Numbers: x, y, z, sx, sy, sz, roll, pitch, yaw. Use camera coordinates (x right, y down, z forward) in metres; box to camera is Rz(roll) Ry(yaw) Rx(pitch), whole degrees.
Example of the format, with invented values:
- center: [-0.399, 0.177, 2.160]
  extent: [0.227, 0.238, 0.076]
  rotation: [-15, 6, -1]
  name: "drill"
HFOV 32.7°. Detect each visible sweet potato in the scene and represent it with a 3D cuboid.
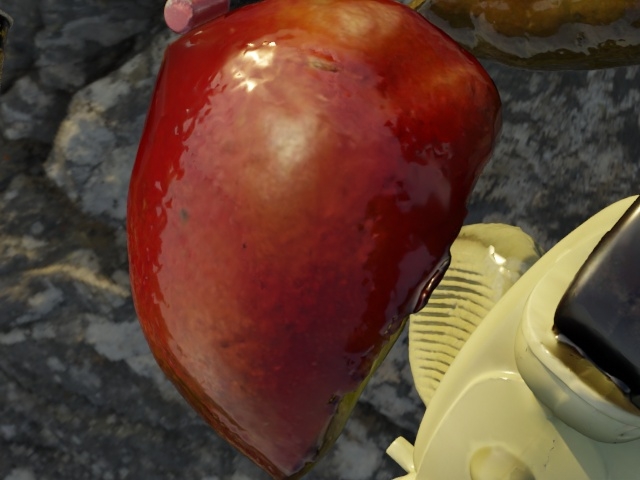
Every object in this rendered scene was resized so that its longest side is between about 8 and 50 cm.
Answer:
- center: [0.241, -0.223, 0.973]
  extent: [0.370, 0.158, 0.158]
  rotation: [13, 113, 30]
  name: "sweet potato"

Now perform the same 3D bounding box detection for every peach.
- center: [0.000, 0.000, 0.773]
  extent: [0.281, 0.281, 0.338]
  rotation: [-7, 84, 19]
  name: "peach"

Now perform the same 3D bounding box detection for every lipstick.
- center: [-0.029, -0.223, 0.900]
  extent: [0.053, 0.234, 0.053]
  rotation: [38, 144, 35]
  name: "lipstick"

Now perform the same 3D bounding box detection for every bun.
- center: [0.179, 0.087, 1.101]
  extent: [0.127, 0.222, 0.222]
  rotation: [6, 115, -25]
  name: "bun"

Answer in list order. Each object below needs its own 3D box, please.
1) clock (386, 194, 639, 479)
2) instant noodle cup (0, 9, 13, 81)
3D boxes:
- center: [0.165, 0.068, 0.608]
  extent: [0.120, 0.379, 0.276]
  rotation: [41, 111, 20]
  name: "clock"
- center: [-0.414, -0.191, 1.202]
  extent: [0.151, 0.151, 0.122]
  rotation: [-5, 86, 18]
  name: "instant noodle cup"
